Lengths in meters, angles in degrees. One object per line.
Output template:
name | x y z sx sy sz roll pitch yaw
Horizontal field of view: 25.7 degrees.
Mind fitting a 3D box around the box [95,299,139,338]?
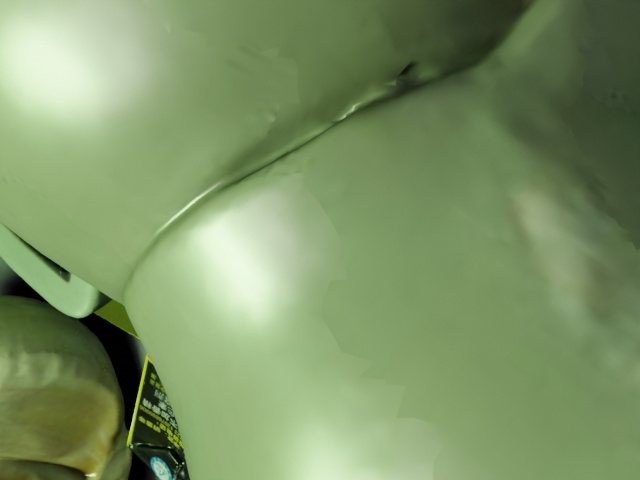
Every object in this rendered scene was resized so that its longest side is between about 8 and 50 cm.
box | -0.142 -0.032 0.714 0.193 0.030 0.121 26 136 34

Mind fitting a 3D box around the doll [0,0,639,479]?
doll | 0.031 0.001 0.404 0.370 0.226 0.215 62 175 6

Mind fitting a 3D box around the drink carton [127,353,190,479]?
drink carton | -0.038 0.045 0.622 0.056 0.071 0.165 44 142 20

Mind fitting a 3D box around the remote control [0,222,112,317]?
remote control | -0.095 -0.098 0.571 0.090 0.038 0.309 38 133 23

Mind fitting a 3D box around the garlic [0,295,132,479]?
garlic | -0.209 0.113 0.801 0.229 0.178 0.143 -61 36 31
